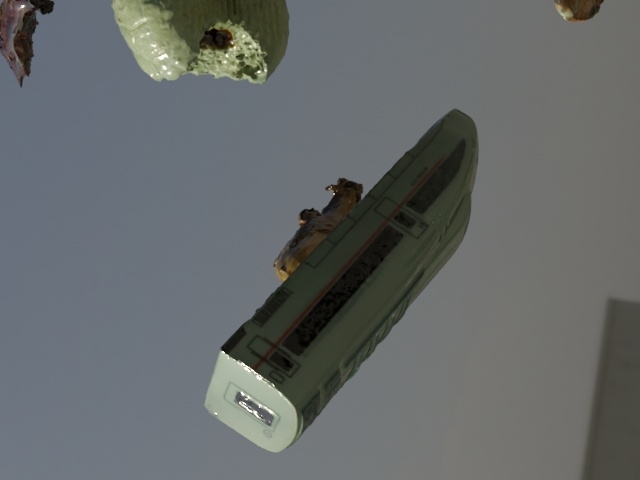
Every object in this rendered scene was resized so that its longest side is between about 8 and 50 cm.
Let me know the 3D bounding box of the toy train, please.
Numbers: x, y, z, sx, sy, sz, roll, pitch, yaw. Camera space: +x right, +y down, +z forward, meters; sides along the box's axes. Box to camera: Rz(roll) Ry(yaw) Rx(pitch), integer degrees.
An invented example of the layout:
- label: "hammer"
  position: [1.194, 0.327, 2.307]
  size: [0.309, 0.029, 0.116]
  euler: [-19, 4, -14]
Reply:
- label: "toy train"
  position: [0.052, 0.017, 1.395]
  size: [0.407, 0.088, 0.086]
  euler: [-47, -17, -40]

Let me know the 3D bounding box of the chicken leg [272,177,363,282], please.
- label: "chicken leg"
  position: [0.002, -0.001, 2.115]
  size: [0.101, 0.085, 0.207]
  euler: [-53, 8, 48]

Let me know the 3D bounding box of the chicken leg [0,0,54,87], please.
- label: "chicken leg"
  position: [-0.440, -0.335, 2.417]
  size: [0.234, 0.063, 0.105]
  euler: [-59, 43, 49]

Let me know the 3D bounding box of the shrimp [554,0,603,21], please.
- label: "shrimp"
  position: [0.361, -0.442, 2.173]
  size: [0.164, 0.062, 0.317]
  euler: [39, -116, -59]

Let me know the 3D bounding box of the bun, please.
- label: "bun"
  position: [-0.139, -0.244, 1.777]
  size: [0.212, 0.126, 0.204]
  euler: [36, -127, -32]
